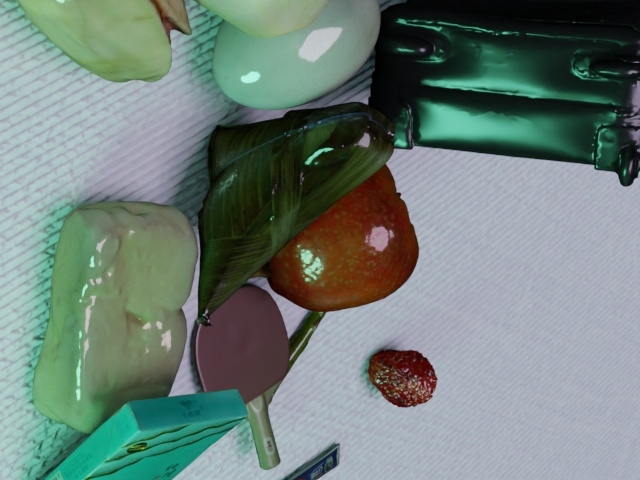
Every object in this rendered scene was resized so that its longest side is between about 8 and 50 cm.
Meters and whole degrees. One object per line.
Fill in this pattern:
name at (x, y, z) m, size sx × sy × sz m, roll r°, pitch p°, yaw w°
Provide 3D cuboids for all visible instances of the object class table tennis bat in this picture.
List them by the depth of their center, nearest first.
table tennis bat at (-0.088, 0.171, 1.765) m, size 0.138 × 0.022 × 0.246 m, roll -28°, pitch 117°, yaw -33°

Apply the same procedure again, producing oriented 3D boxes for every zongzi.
zongzi at (-0.035, -0.033, 1.555) m, size 0.112 × 0.221 × 0.242 m, roll 40°, pitch 48°, yaw -41°

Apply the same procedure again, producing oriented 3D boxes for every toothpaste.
toothpaste at (-0.018, 0.313, 1.926) m, size 0.140 × 0.021 × 0.037 m, roll -28°, pitch 130°, yaw -43°

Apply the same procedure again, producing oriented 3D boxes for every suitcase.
suitcase at (0.247, -0.200, 1.718) m, size 0.339 × 0.345 × 0.188 m, roll -44°, pitch 137°, yaw -66°

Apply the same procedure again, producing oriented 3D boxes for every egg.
egg at (-0.029, -0.225, 1.584) m, size 0.209 × 0.151 × 0.151 m, roll -36°, pitch 131°, yaw -21°

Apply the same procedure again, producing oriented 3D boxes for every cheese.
cheese at (-0.220, 0.085, 1.542) m, size 0.159 × 0.093 × 0.262 m, roll -4°, pitch 110°, yaw -45°

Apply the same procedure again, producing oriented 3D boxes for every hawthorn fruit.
hawthorn fruit at (0.000, 0.000, 1.703) m, size 0.226 × 0.196 × 0.196 m, roll -27°, pitch 129°, yaw -9°

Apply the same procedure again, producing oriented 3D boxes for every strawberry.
strawberry at (0.110, 0.184, 1.978) m, size 0.096 × 0.083 × 0.083 m, roll 10°, pitch 99°, yaw -21°

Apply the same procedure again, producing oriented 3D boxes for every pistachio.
pistachio at (-0.200, -0.241, 1.381) m, size 0.157 × 0.157 × 0.229 m, roll -59°, pitch 150°, yaw -13°

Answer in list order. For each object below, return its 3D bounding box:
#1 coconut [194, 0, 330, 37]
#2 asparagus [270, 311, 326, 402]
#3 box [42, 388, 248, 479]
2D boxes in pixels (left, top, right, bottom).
coconut at (-0.048, -0.313, 1.426) m, size 0.237 × 0.197 × 0.236 m, roll -6°, pitch 99°, yaw -42°
asparagus at (-0.009, 0.106, 1.847) m, size 0.248 × 0.024 × 0.025 m, roll -55°, pitch -179°, yaw -18°
box at (-0.204, 0.237, 1.560) m, size 0.161 × 0.042 × 0.226 m, roll -2°, pitch 147°, yaw -50°
